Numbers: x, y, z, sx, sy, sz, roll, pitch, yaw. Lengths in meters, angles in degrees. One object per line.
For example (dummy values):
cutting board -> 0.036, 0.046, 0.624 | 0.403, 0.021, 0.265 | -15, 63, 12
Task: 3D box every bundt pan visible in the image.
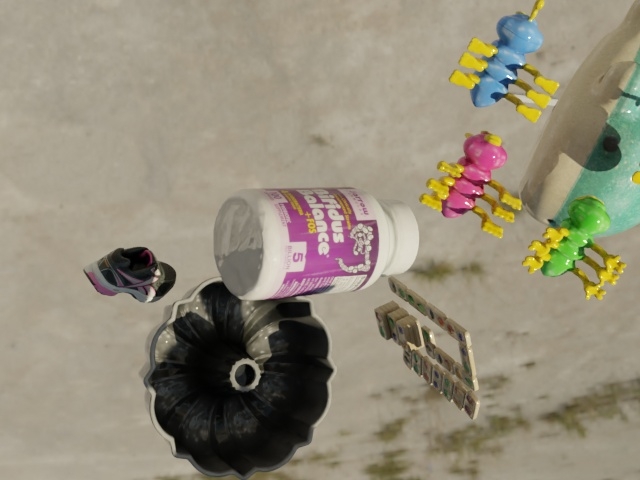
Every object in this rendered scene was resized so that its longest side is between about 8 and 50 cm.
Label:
bundt pan -> -0.147, 0.210, 1.753 | 0.330, 0.331, 0.124 | 8, 177, -29

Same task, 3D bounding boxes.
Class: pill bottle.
pill bottle -> 0.000, 0.000, 1.690 | 0.301, 0.169, 0.169 | -4, 158, -35

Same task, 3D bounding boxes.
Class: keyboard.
keyboard -> 0.398, -0.208, 1.646 | 0.255, 0.014, 0.072 | 8, -163, 10

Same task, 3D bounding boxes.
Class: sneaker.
sneaker -> -0.268, 0.047, 1.643 | 0.077, 0.072, 0.178 | -37, 163, 22

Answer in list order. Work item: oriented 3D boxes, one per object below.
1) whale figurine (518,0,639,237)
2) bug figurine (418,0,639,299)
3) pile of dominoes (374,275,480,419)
whale figurine -> 0.316, -0.125, 1.128 | 0.141, 0.272, 0.216 | 29, 168, 7
bug figurine -> 0.215, -0.075, 0.977 | 0.279, 0.072, 0.216 | 28, 113, -14
pile of dominoes -> 0.173, 0.185, 1.793 | 0.040, 0.251, 0.196 | -24, 120, -18
